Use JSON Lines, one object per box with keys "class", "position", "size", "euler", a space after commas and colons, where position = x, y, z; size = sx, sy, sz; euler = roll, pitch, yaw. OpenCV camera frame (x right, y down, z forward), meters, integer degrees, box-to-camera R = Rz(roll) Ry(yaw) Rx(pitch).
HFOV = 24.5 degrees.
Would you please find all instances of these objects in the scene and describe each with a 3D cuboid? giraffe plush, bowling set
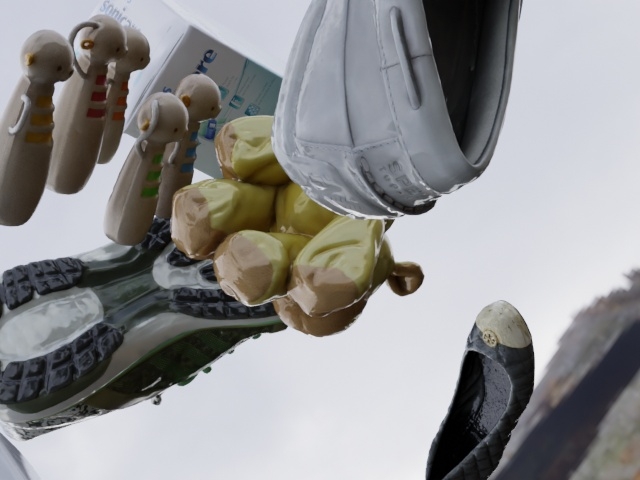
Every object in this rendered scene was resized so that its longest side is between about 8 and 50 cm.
{"class": "giraffe plush", "position": [0.000, 0.000, 1.147], "size": [0.210, 0.181, 0.170], "euler": [-40, -27, -24]}
{"class": "bowling set", "position": [-0.132, -0.088, 1.199], "size": [0.287, 0.200, 0.154], "euler": [-65, -5, -71]}

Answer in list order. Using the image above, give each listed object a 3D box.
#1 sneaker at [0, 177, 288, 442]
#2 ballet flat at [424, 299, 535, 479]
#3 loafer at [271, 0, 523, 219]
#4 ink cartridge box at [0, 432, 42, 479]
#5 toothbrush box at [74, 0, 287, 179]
{"class": "sneaker", "position": [-0.135, 0.072, 1.341], "size": [0.410, 0.158, 0.182], "euler": [-18, -29, -13]}
{"class": "ballet flat", "position": [0.115, 0.118, 1.063], "size": [0.049, 0.057, 0.173], "euler": [-21, -45, -37]}
{"class": "loafer", "position": [0.065, -0.162, 0.695], "size": [0.112, 0.111, 0.319], "euler": [23, -109, -40]}
{"class": "ink cartridge box", "position": [-0.220, 0.246, 0.968], "size": [0.154, 0.212, 0.093], "euler": [-38, -33, -9]}
{"class": "toothbrush box", "position": [-0.085, -0.136, 1.510], "size": [0.296, 0.216, 0.126], "euler": [28, -80, -35]}
